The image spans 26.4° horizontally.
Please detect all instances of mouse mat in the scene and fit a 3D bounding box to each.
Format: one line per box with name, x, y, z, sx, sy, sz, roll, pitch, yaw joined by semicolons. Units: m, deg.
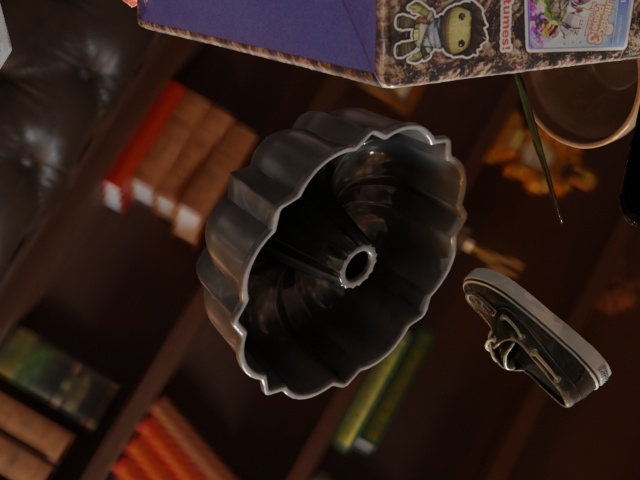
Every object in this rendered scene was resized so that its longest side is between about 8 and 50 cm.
mouse mat;0.197;-0.118;1.287;0.190;0.007;0.153;-89;160;-61

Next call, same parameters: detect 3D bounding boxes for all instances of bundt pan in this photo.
bundt pan;0.000;0.000;1.461;0.330;0.124;0.331;-29;137;-31

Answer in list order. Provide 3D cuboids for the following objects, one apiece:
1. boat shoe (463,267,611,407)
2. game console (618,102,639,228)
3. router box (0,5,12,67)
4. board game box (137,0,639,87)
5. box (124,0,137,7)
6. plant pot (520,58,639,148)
boat shoe;0.216;0.103;1.488;0.070;0.219;0.078;-38;132;-12
game console;0.350;-0.168;1.153;0.044;0.213;0.361;79;25;-78
router box;-0.376;-0.186;1.094;0.335;0.082;0.301;-72;162;-46
board game box;0.085;-0.171;0.662;0.232;0.291;0.141;24;-61;54
box;-0.170;-0.425;1.515;0.300;0.154;0.142;-56;-164;-6
plant pot;0.408;-0.263;2.013;0.109;0.237;0.237;-20;149;-39
